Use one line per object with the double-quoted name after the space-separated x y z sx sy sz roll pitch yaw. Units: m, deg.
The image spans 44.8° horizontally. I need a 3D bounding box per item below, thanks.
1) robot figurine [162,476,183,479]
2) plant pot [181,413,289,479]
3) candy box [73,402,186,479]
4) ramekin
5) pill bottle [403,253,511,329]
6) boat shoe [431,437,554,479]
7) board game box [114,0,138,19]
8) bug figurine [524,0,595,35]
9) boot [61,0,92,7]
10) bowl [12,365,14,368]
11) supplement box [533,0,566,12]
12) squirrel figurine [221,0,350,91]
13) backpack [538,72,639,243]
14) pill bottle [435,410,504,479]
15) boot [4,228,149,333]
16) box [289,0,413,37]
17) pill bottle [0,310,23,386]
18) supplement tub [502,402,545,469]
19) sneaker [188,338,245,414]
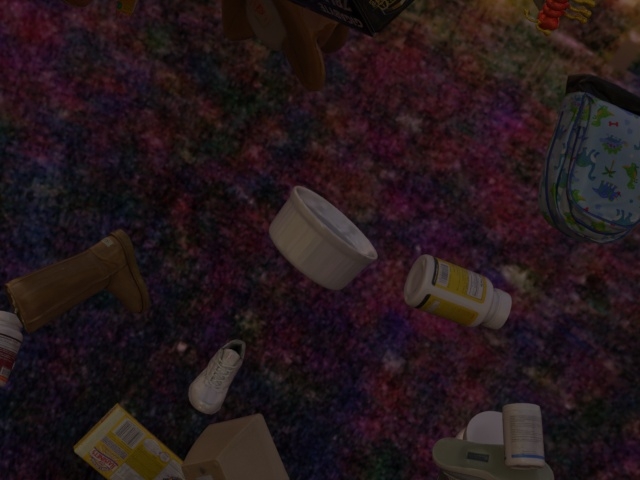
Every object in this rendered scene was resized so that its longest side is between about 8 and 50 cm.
-0.245 0.535 1.262 0.084 0.291 0.211 11 -7 -18 "robot figurine"
-0.127 0.320 1.080 0.096 0.109 0.109 -29 97 -57 "plant pot"
-0.320 0.389 1.358 0.206 0.105 0.027 49 -10 -22 "candy box"
0.000 0.000 1.973 0.277 0.135 0.277 39 14 -11 "ramekin"
0.162 0.064 0.911 0.116 0.065 0.065 21 27 -12 "pill bottle"
0.324 0.428 1.458 0.227 0.081 0.079 8 57 25 "boat shoe"
-0.286 -0.491 1.276 0.039 0.259 0.124 22 47 -15 "board game box"
0.341 -0.477 1.268 0.072 0.216 0.279 -18 53 -27 "bug figurine"
-0.299 -0.426 1.145 0.211 0.104 0.295 -1 -7 0 "boot"
-0.886 0.278 1.816 0.297 0.134 0.298 32 4 -2 "bowl"
0.496 -0.546 1.678 0.056 0.083 0.083 -19 68 -5 "supplement box"
0.006 -0.579 1.608 0.281 0.397 0.370 32 55 30 "squirrel figurine"
0.649 -0.166 1.788 0.290 0.356 0.273 25 10 -11 "backpack"
0.466 0.663 2.249 0.210 0.363 0.210 4 47 -4 "pill bottle"
-0.521 0.121 1.682 0.269 0.236 0.089 -33 40 -31 "boot"
0.075 -0.394 0.921 0.293 0.295 0.073 40 -8 50 "box"
-0.699 0.234 1.679 0.086 0.086 0.152 21 67 -17 "pill bottle"
0.361 0.350 1.384 0.071 0.071 0.107 16 64 -26 "supplement tub"
-0.242 0.313 1.853 0.090 0.115 0.232 29 32 -5 "sneaker"
